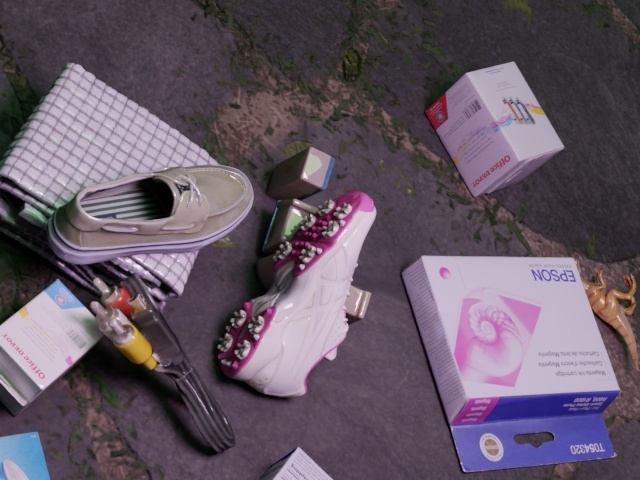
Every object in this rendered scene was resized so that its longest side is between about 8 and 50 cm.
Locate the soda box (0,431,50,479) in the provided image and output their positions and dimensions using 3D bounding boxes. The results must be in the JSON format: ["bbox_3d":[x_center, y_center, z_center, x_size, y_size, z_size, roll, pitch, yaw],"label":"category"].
[{"bbox_3d":[-0.415,0.272,1.534,0.210,0.067,0.071,-4,65,-36],"label":"soda box"}]

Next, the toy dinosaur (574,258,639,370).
[{"bbox_3d":[0.489,0.118,2.287,0.112,0.064,0.211,-31,72,-25],"label":"toy dinosaur"}]

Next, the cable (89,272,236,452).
[{"bbox_3d":[-0.201,0.154,1.720,0.287,0.072,0.139,63,-1,-36],"label":"cable"}]

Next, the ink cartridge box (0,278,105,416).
[{"bbox_3d":[-0.348,0.134,1.652,0.092,0.090,0.143,47,46,0],"label":"ink cartridge box"}]

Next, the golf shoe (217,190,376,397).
[{"bbox_3d":[-0.008,0.076,1.854,0.140,0.115,0.306,37,88,-27],"label":"golf shoe"}]

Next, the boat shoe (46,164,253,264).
[{"bbox_3d":[-0.195,-0.039,1.712,0.302,0.094,0.109,-19,77,-40],"label":"boat shoe"}]

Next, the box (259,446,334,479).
[{"bbox_3d":[-0.034,0.359,1.745,0.126,0.072,0.137,45,47,-3],"label":"box"}]

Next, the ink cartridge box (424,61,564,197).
[{"bbox_3d":[0.289,-0.184,2.278,0.127,0.128,0.176,-17,74,-41],"label":"ink cartridge box"}]

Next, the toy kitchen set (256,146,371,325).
[{"bbox_3d":[0.000,0.000,1.992,0.166,0.122,0.207,25,71,-21],"label":"toy kitchen set"}]

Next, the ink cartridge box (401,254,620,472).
[{"bbox_3d":[0.309,0.179,2.105,0.324,0.071,0.330,1,61,-35],"label":"ink cartridge box"}]

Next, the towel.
[{"bbox_3d":[-0.285,-0.060,1.805,0.284,0.121,0.235,33,50,-16],"label":"towel"}]
